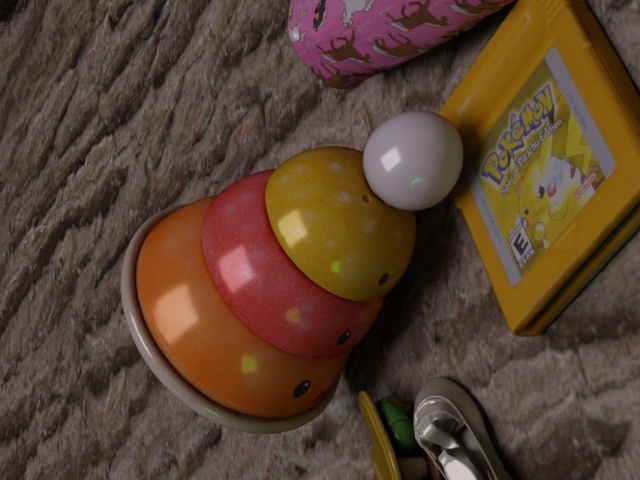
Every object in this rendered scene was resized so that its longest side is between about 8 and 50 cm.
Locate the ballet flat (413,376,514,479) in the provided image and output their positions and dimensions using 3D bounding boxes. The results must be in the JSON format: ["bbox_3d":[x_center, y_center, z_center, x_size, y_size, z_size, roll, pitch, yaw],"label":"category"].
[{"bbox_3d":[0.161,0.245,1.600,0.248,0.086,0.086,56,132,45],"label":"ballet flat"}]

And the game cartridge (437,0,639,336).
[{"bbox_3d":[0.247,-0.101,1.532,0.285,0.053,0.323,-56,42,40],"label":"game cartridge"}]

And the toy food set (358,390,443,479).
[{"bbox_3d":[0.111,0.278,1.709,0.128,0.071,0.218,85,167,-46],"label":"toy food set"}]

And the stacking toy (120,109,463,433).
[{"bbox_3d":[0.000,0.000,1.702,0.480,0.351,0.350,-41,51,39],"label":"stacking toy"}]

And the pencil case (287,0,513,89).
[{"bbox_3d":[0.104,-0.317,1.701,0.167,0.160,0.386,-51,15,-29],"label":"pencil case"}]
